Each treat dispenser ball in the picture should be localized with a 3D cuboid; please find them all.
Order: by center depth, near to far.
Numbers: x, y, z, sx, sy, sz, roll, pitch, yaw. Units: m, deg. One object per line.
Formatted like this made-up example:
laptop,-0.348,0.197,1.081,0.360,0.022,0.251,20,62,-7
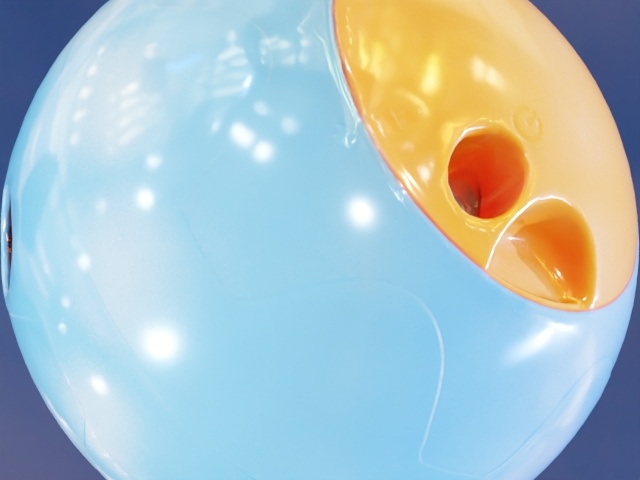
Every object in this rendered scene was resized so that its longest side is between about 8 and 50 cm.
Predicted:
treat dispenser ball,0.000,0.000,0.704,0.288,0.288,0.288,6,-48,7
